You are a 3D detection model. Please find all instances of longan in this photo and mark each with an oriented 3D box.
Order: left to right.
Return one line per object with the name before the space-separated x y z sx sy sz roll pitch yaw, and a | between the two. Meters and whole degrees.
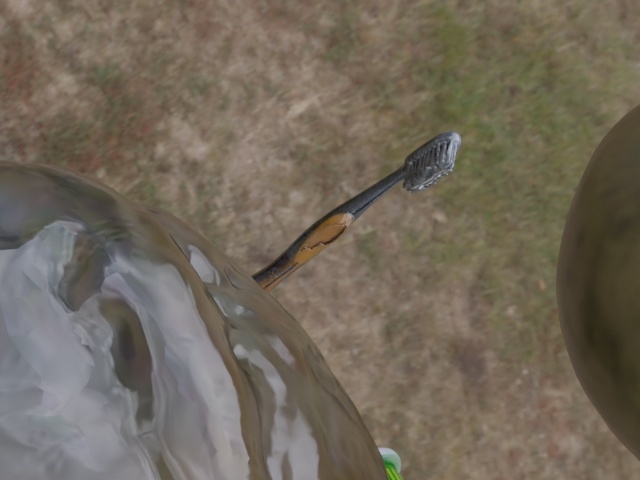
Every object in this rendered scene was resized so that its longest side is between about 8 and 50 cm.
longan | 0.309 0.029 0.982 0.288 0.288 0.350 37 31 -26

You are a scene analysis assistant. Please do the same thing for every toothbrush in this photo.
toothbrush | 0.001 -0.002 1.010 0.023 0.321 0.031 33 52 -20

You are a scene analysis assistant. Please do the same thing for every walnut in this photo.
walnut | -0.087 0.086 0.408 0.224 0.224 0.224 13 69 -37

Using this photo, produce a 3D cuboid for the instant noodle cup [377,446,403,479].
instant noodle cup | 0.029 0.263 0.711 0.207 0.207 0.232 -17 59 -41
